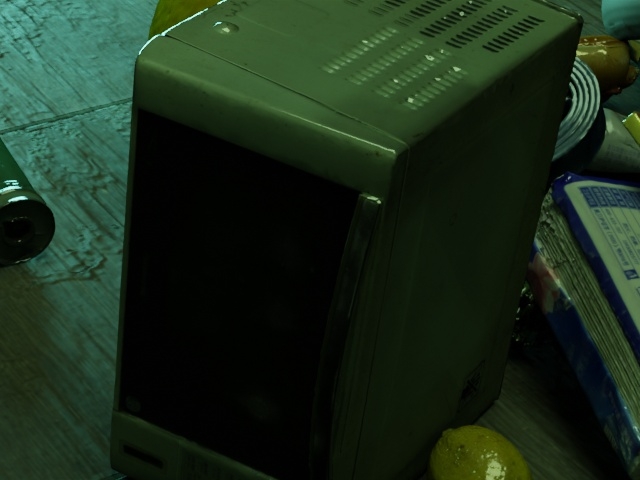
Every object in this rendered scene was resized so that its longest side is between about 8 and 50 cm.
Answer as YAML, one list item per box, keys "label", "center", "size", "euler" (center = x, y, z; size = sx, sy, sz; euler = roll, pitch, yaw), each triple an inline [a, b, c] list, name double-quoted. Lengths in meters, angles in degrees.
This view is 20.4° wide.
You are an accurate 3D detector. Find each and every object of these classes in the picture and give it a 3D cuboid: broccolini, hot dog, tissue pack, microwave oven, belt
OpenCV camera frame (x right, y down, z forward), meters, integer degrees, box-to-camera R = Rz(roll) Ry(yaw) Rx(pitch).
- label: "broccolini"
  center: [0.164, 0.011, 1.699]
  size: [0.123, 0.062, 0.271]
  euler: [-3, 46, -37]
- label: "hot dog"
  center: [0.243, -0.183, 1.994]
  size: [0.249, 0.102, 0.076]
  euler: [-3, 77, -11]
- label: "tissue pack"
  center: [0.302, 0.082, 1.539]
  size: [0.209, 0.137, 0.270]
  euler: [9, 42, -33]
- label: "microwave oven"
  center: [0.000, 0.000, 1.415]
  size: [0.247, 0.394, 0.333]
  euler: [26, 39, 23]
- label: "belt"
  center: [0.198, -0.113, 1.831]
  size: [0.190, 0.082, 0.141]
  euler: [-29, 63, 1]

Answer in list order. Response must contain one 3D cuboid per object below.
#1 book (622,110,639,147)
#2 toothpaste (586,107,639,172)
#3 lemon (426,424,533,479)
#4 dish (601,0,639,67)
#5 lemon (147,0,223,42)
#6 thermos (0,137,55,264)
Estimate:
- label: "book"
  center: [0.426, 0.051, 1.550]
  size: [0.262, 0.028, 0.374]
  euler: [10, 43, -49]
- label: "toothpaste"
  center: [0.361, -0.101, 1.927]
  size: [0.282, 0.068, 0.099]
  euler: [4, 62, -16]
- label: "lemon"
  center: [0.127, 0.194, 1.439]
  size: [0.082, 0.082, 0.111]
  euler: [-9, 38, -22]
- label: "dish"
  center: [0.441, -0.201, 2.011]
  size: [0.273, 0.134, 0.273]
  euler: [14, -4, 1]
- label: "lemon"
  center: [-0.014, -0.168, 1.740]
  size: [0.336, 0.336, 0.336]
  euler: [5, 35, -4]
- label: "thermos"
  center: [-0.326, -0.058, 1.714]
  size: [0.083, 0.073, 0.188]
  euler: [25, 17, -42]
